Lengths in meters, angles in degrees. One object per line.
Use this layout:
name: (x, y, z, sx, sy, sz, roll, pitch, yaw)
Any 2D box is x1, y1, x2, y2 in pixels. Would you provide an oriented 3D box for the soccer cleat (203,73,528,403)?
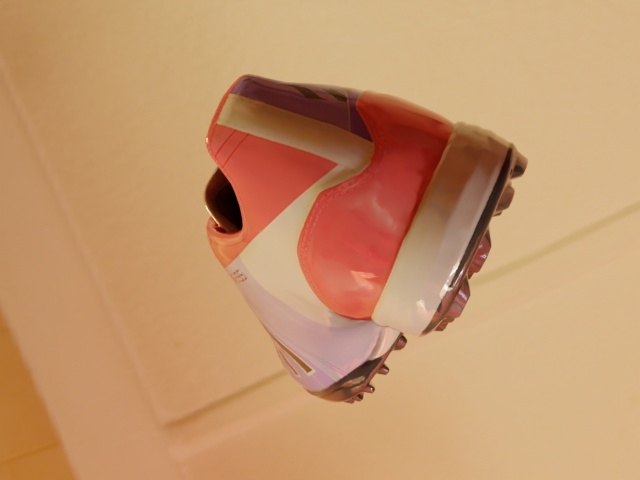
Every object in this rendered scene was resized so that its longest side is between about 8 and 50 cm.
soccer cleat: (0.000, 0.000, 0.706, 0.116, 0.318, 0.108, 26, -103, -1)
